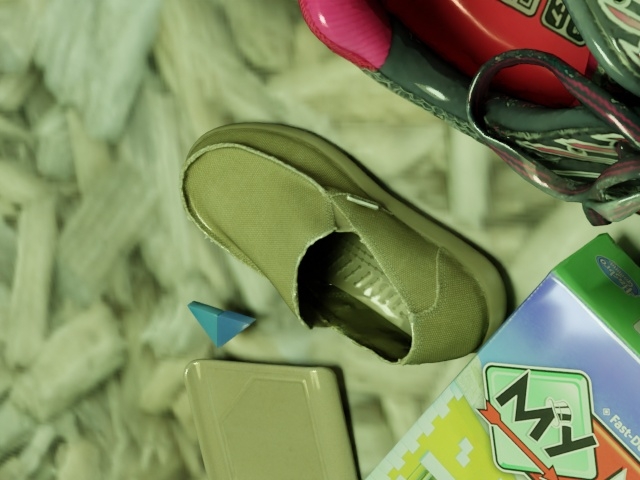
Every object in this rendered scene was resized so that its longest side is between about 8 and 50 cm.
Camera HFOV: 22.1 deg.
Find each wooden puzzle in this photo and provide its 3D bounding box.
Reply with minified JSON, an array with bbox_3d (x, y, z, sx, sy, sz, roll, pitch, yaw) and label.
[{"bbox_3d":[-0.019,0.082,0.681,0.078,0.014,0.116,7,114,30],"label":"wooden puzzle"}]

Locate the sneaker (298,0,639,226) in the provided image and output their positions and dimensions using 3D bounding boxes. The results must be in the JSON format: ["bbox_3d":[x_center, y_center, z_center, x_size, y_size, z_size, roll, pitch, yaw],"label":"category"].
[{"bbox_3d":[0.127,-0.032,0.470,0.299,0.112,0.121,25,119,27],"label":"sneaker"}]

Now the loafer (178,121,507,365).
[{"bbox_3d":[0.000,0.000,0.615,0.148,0.050,0.056,27,120,27],"label":"loafer"}]

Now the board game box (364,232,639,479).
[{"bbox_3d":[0.141,0.181,0.570,0.317,0.046,0.213,46,128,13],"label":"board game box"}]
